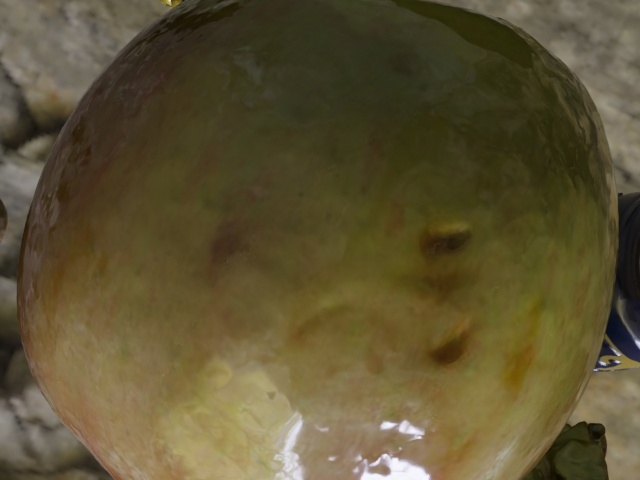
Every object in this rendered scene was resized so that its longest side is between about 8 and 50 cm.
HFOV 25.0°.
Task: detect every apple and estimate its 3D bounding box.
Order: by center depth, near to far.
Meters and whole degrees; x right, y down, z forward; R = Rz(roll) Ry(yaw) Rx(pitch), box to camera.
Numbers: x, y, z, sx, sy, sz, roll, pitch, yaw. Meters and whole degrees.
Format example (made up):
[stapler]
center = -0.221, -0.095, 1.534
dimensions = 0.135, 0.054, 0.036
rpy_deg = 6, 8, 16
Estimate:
[apple]
center = 0.000, 0.000, 0.802
dimensions = 0.338, 0.338, 0.305
rpy_deg = -114, -138, -68

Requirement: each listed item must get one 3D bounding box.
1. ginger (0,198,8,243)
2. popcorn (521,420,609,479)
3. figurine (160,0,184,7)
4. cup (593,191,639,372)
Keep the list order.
[ginger]
center = -0.339, -0.006, 1.205
dimensions = 0.204, 0.104, 0.080
rpy_deg = 1, -119, 36
[popcorn]
center = 0.172, 0.271, 1.300
dimensions = 0.270, 0.224, 0.258
rpy_deg = 21, -86, 34
[figurine]
center = -0.126, -0.227, 1.439
dimensions = 0.068, 0.143, 0.101
rpy_deg = -40, -122, -6
[cup]
center = 0.224, 0.059, 1.404
dimensions = 0.256, 0.255, 0.178
rpy_deg = -13, -82, 52
